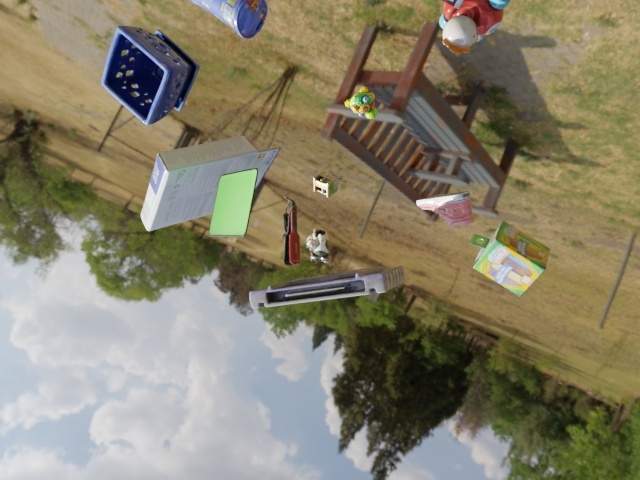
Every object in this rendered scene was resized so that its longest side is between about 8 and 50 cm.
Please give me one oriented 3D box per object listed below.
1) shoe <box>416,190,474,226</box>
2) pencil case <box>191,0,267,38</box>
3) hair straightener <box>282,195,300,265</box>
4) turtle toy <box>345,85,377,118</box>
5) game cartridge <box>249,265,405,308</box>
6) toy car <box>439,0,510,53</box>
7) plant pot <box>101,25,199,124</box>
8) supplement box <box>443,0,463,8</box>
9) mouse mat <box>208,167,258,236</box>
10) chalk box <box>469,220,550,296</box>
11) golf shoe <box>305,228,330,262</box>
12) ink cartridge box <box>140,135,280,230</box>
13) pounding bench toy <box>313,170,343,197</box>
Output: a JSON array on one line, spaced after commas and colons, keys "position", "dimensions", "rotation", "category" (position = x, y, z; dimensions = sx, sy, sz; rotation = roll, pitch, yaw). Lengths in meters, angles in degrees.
[{"position": [0.315, -0.075, 1.208], "dimensions": [0.063, 0.081, 0.178], "rotation": [-18, -172, -27], "category": "shoe"}, {"position": [-0.279, -0.699, 1.374], "dimensions": [0.306, 0.119, 0.133], "rotation": [42, -167, 26], "category": "pencil case"}, {"position": [-0.108, -0.031, 1.536], "dimensions": [0.047, 0.231, 0.089], "rotation": [1, 169, -36], "category": "hair straightener"}, {"position": [0.155, -0.477, 1.678], "dimensions": [0.130, 0.095, 0.066], "rotation": [20, -139, -50], "category": "turtle toy"}, {"position": [0.024, 0.116, 1.227], "dimensions": [0.354, 0.068, 0.230], "rotation": [-10, -178, 21], "category": "game cartridge"}, {"position": [0.508, -0.729, 1.632], "dimensions": [0.210, 0.238, 0.219], "rotation": [19, 167, -3], "category": "toy car"}, {"position": [-0.564, -0.569, 1.618], "dimensions": [0.236, 0.236, 0.212], "rotation": [42, -144, 4], "category": "plant pot"}, {"position": [0.224, -0.612, 0.998], "dimensions": [0.239, 0.073, 0.130], "rotation": [29, 150, 2], "category": "supplement box"}, {"position": [-0.198, -0.083, 1.066], "dimensions": [0.007, 0.153, 0.189], "rotation": [15, 173, -37], "category": "mouse mat"}, {"position": [0.563, 0.040, 1.450], "dimensions": [0.213, 0.132, 0.132], "rotation": [33, -139, 9], "category": "chalk box"}, {"position": [0.000, 0.000, 2.038], "dimensions": [0.105, 0.120, 0.273], "rotation": [3, -164, -10], "category": "golf shoe"}, {"position": [-0.313, -0.163, 1.323], "dimensions": [0.072, 0.330, 0.324], "rotation": [60, 144, 11], "category": "ink cartridge box"}, {"position": [0.024, -0.183, 1.477], "dimensions": [0.065, 0.083, 0.052], "rotation": [27, 137, 30], "category": "pounding bench toy"}]
